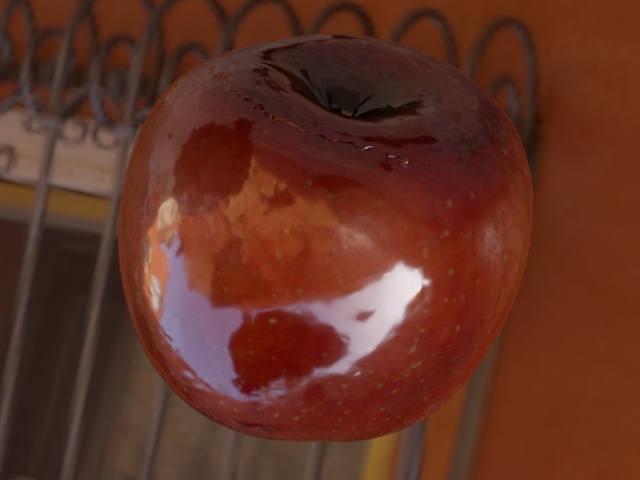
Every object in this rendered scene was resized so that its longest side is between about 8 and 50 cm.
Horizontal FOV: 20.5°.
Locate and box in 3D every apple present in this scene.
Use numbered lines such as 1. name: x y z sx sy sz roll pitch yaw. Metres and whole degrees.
1. apple: 0.000 0.000 0.762 0.181 0.168 0.181 12 -157 -5
